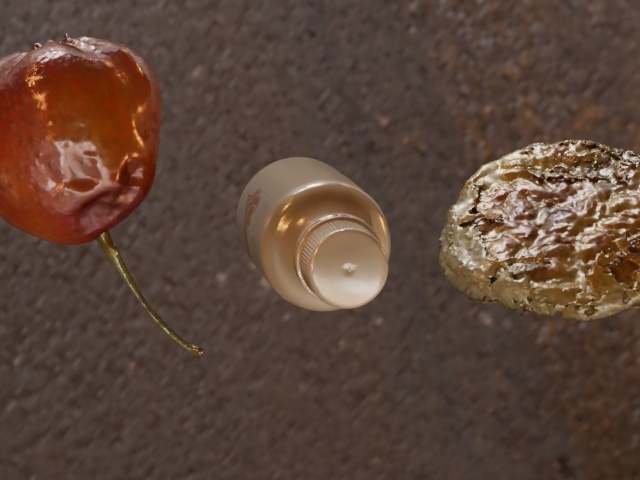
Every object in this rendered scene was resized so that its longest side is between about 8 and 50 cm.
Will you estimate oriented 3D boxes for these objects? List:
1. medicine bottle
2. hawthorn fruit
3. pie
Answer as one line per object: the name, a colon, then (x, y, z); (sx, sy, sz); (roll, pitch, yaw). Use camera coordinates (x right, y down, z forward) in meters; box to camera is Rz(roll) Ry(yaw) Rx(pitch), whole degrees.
medicine bottle: (0.000, 0.000, 1.618); (0.114, 0.114, 0.252); (26, 4, -15)
hawthorn fruit: (-0.185, -0.026, 1.566); (0.165, 0.165, 0.285); (-28, 104, -45)
pie: (0.244, -0.012, 1.909); (0.274, 0.055, 0.274); (-6, 36, 5)
